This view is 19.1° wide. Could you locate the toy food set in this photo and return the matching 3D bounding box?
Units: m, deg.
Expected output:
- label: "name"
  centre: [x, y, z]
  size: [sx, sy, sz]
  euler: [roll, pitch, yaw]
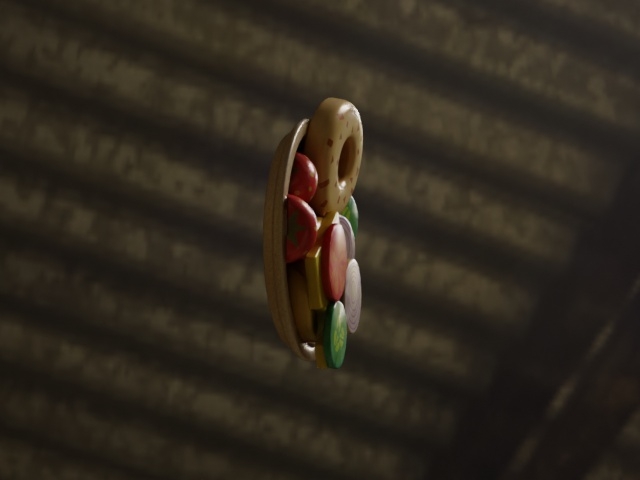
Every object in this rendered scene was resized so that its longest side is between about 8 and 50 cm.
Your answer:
- label: "toy food set"
  centre: [0.000, 0.000, 0.629]
  size: [0.020, 0.083, 0.082]
  euler: [0, -62, 13]
